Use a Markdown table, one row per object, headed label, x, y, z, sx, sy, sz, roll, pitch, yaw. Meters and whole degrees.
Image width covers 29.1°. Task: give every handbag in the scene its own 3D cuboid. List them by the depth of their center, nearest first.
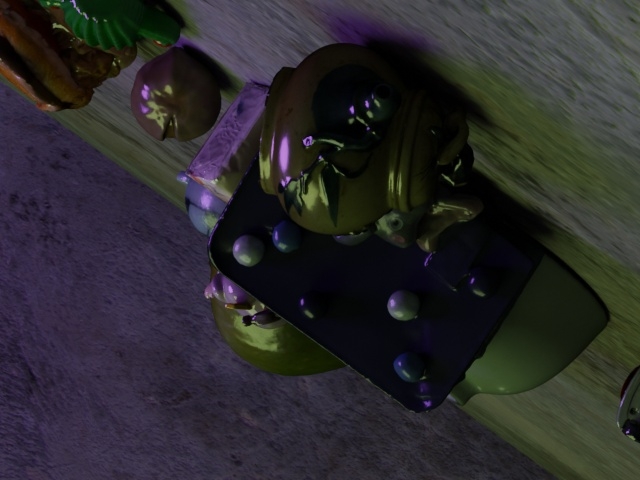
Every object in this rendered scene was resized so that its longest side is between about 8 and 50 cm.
| label | x | y | z | sx | sy | sz | roll | pitch | yaw |
| --- | --- | --- | --- | --- | --- | --- | --- | --- | --- |
| handbag | 0.057 | -0.001 | 1.325 | 0.326 | 0.269 | 0.118 | 34 | -155 | 12 |

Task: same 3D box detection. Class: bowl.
| label | x | y | z | sx | sy | sz | roll | pitch | yaw |
| --- | --- | --- | --- | --- | --- | --- | --- | --- | --- |
| bowl | 0.155 | 0.080 | 1.518 | 0.354 | 0.185 | 0.354 | 35 | 173 | 5 |

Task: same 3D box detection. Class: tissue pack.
| label | x | y | z | sx | sy | sz | roll | pitch | yaw |
| --- | --- | --- | --- | --- | --- | --- | --- | --- | --- |
| tissue pack | -0.053 | -0.084 | 1.553 | 0.196 | 0.148 | 0.092 | 40 | 167 | -34 |

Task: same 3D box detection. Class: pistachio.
| label | x | y | z | sx | sy | sz | roll | pitch | yaw |
| --- | --- | --- | --- | --- | --- | --- | --- | --- | --- |
| pistachio | -0.191 | -0.192 | 1.641 | 0.124 | 0.124 | 0.185 | 36 | 179 | -7 |

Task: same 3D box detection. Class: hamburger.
| label | x | y | z | sx | sy | sz | roll | pitch | yaw |
| --- | --- | --- | --- | --- | --- | --- | --- | --- | --- |
| hamburger | -0.387 | -0.290 | 1.711 | 0.244 | 0.163 | 0.244 | 42 | 175 | 4 |

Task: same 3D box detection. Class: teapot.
| label | x | y | z | sx | sy | sz | roll | pitch | yaw |
| --- | --- | --- | --- | --- | --- | --- | --- | --- | --- |
| teapot | 0.049 | -0.082 | 1.117 | 0.183 | 0.173 | 0.269 | 9 | 162 | 12 |

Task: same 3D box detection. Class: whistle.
| label | x | y | z | sx | sy | sz | roll | pitch | yaw |
| --- | --- | --- | --- | --- | --- | --- | --- | --- | --- |
| whistle | -0.120 | -0.056 | 2.039 | 0.290 | 0.163 | 0.163 | 24 | 169 | 23 |

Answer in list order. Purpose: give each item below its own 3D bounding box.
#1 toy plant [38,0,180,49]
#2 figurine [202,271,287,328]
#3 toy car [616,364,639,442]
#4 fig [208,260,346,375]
| label | x | y | z | sx | sy | sz | roll | pitch | yaw |
| --- | --- | --- | --- | --- | --- | --- | --- | --- | --- |
| toy plant | -0.245 | -0.269 | 1.489 | 0.155 | 0.088 | 0.240 | 13 | 178 | 19 |
| figurine | -0.074 | 0.050 | 1.534 | 0.137 | 0.112 | 0.229 | 7 | -178 | -19 |
| toy car | 0.411 | 0.188 | 1.434 | 0.139 | 0.112 | 0.112 | 26 | -172 | -2 |
| fig | -0.005 | 0.056 | 1.802 | 0.316 | 0.316 | 0.316 | 35 | 173 | 5 |
